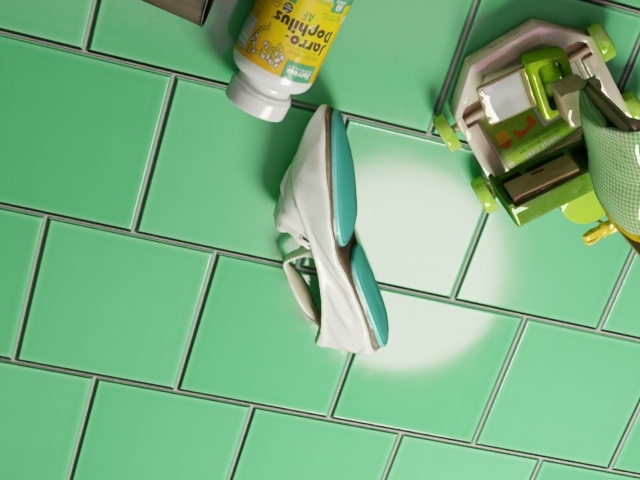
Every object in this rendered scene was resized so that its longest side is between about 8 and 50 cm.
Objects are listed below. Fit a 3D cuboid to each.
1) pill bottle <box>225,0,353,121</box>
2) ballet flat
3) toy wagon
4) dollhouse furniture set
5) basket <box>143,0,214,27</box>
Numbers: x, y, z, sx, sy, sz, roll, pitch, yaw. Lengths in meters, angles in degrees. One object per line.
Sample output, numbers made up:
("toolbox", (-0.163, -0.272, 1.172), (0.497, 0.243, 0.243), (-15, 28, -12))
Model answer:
("pill bottle", (-0.045, -0.268, 1.679), (0.117, 0.117, 0.208), (21, 112, -17))
("ballet flat", (0.000, 0.000, 1.824), (0.139, 0.139, 0.400), (-14, 118, -1))
("toy wagon", (0.332, -0.143, 1.822), (0.267, 0.068, 0.344), (-30, 117, 8))
("dollhouse furniture set", (0.311, -0.098, 1.631), (0.151, 0.301, 0.197), (-24, 120, 1))
("basket", (-0.228, -0.377, 1.575), (0.227, 0.204, 0.154), (20, 105, -5))
